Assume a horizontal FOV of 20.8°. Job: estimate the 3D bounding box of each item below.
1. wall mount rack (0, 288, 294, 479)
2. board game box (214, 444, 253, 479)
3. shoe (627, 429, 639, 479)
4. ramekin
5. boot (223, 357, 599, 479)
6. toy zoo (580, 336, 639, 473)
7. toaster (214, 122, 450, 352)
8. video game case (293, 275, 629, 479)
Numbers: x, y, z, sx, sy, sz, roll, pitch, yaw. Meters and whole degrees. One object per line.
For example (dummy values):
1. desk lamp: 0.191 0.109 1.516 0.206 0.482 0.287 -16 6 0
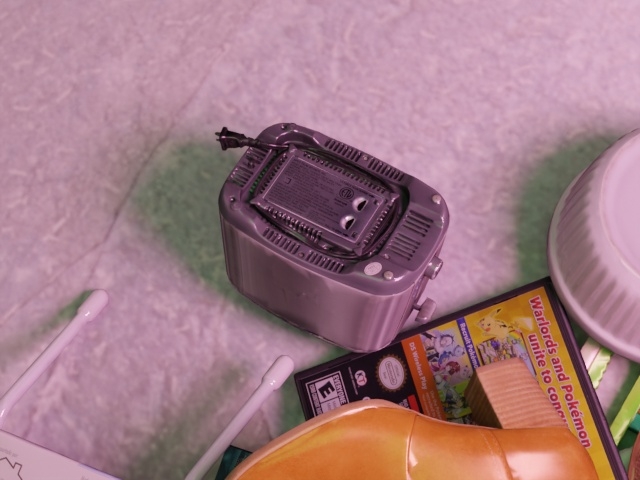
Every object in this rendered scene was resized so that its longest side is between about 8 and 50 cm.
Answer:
1. wall mount rack: -0.186 0.205 1.518 0.350 0.130 0.304 18 85 23
2. board game box: -0.065 0.281 1.518 0.126 0.026 0.186 12 79 45
3. shoe: 0.295 0.222 1.470 0.076 0.058 0.219 13 77 32
4. ramekin: 0.304 -0.004 1.489 0.207 0.109 0.207 2 67 -4
5. boot: 0.086 0.228 1.383 0.295 0.104 0.211 -19 64 -11
6. toy zoo: 0.341 0.191 1.510 0.293 0.030 0.192 29 83 12
7. toaster: 0.000 0.000 1.525 0.227 0.146 0.129 25 59 13
8. video game case: 0.127 0.195 1.493 0.248 0.035 0.275 -22 60 9
